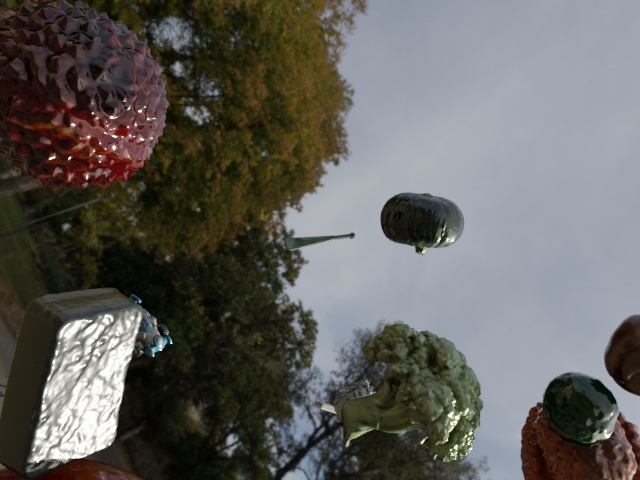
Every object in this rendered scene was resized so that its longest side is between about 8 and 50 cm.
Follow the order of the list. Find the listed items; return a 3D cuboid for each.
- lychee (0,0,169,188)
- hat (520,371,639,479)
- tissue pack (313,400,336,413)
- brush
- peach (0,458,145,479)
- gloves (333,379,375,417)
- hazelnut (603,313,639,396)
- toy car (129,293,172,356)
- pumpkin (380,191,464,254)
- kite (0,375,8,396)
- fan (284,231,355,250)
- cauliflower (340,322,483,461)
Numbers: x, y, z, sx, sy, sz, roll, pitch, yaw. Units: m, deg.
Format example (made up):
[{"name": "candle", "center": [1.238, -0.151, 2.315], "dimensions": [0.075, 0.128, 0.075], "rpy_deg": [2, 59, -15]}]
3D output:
[{"name": "lychee", "center": [-0.559, -0.321, 1.204], "dimensions": [0.500, 0.425, 0.424], "rpy_deg": [-125, -160, -66]}, {"name": "hat", "center": [0.559, 0.424, 1.080], "dimensions": [0.285, 0.285, 0.400], "rpy_deg": [47, -15, 34]}, {"name": "tissue pack", "center": [0.034, 0.608, 1.932], "dimensions": [0.108, 0.023, 0.056], "rpy_deg": [28, -16, -28]}, {"name": "brush", "center": [-0.273, 0.154, 0.592], "dimensions": [0.059, 0.123, 0.197], "rpy_deg": [20, -80, 24]}, {"name": "peach", "center": [-0.290, 0.451, 0.631], "dimensions": [0.406, 0.334, 0.310], "rpy_deg": [24, 2, 20]}, {"name": "gloves", "center": [0.112, 0.539, 1.819], "dimensions": [0.114, 0.153, 0.070], "rpy_deg": [58, -21, 26]}, {"name": "hazelnut", "center": [0.614, 0.217, 1.015], "dimensions": [0.143, 0.143, 0.154], "rpy_deg": [21, -55, 55]}, {"name": "toy car", "center": [-0.467, 0.220, 1.366], "dimensions": [0.162, 0.126, 0.098], "rpy_deg": [22, -56, 25]}, {"name": "pumpkin", "center": [0.254, -0.042, 1.323], "dimensions": [0.212, 0.212, 0.152], "rpy_deg": [29, -62, 50]}, {"name": "kite", "center": [-0.721, 0.267, 1.082], "dimensions": [0.169, 0.310, 0.015], "rpy_deg": [95, 7, -88]}, {"name": "fan", "center": [0.000, 0.000, 1.435], "dimensions": [0.016, 0.193, 0.038], "rpy_deg": [103, -22, -65]}, {"name": "cauliflower", "center": [0.178, 0.298, 1.073], "dimensions": [0.327, 0.281, 0.260], "rpy_deg": [-96, -177, -85]}]
